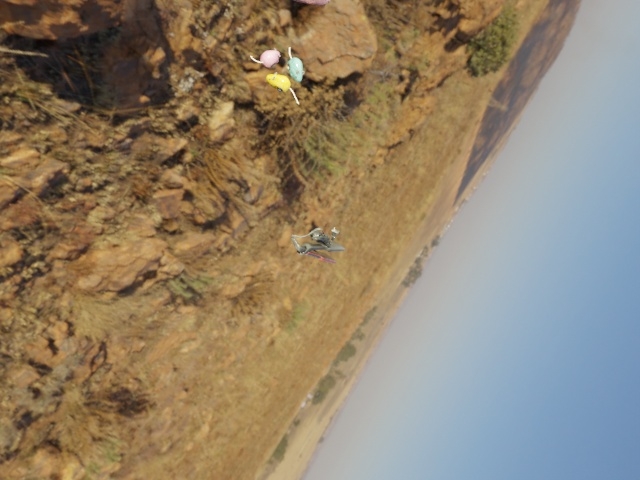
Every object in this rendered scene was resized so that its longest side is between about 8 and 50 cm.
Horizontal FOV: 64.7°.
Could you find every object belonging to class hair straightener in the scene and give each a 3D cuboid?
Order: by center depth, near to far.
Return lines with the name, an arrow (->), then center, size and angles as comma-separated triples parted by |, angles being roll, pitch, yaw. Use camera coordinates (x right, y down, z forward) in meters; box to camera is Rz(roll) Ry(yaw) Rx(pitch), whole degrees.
hair straightener -> 0.000, 0.000, 1.186 | 0.089, 0.047, 0.230 | -57, 151, 8

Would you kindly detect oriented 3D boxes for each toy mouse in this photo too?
toy mouse -> -0.093, -0.448, 1.281 | 0.031, 0.161, 0.143 | -31, -147, 59

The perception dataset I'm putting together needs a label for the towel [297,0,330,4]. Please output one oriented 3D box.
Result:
towel -> -0.118, -0.479, 0.710 | 0.037, 0.237, 0.329 | -65, 164, -11
